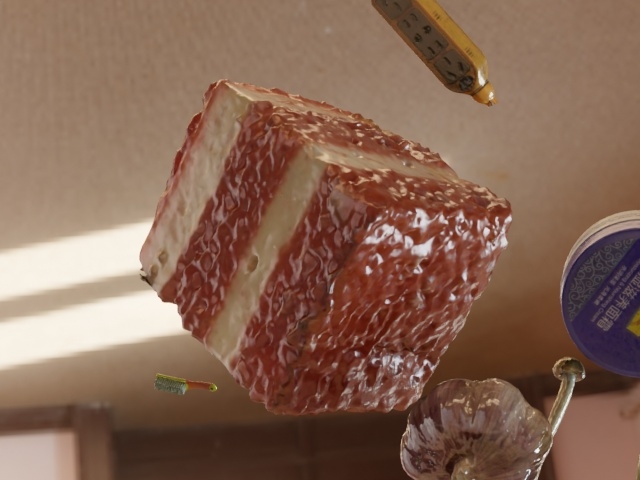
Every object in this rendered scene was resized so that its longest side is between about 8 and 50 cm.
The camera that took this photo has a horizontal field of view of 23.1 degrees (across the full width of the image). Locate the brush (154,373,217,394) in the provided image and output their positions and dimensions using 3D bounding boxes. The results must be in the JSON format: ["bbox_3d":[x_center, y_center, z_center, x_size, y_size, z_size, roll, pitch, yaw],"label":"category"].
[{"bbox_3d":[-0.179,0.194,2.073,0.083,0.021,0.019,8,134,5],"label":"brush"}]

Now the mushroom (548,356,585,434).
[{"bbox_3d":[0.255,0.268,2.018,0.068,0.306,0.043,41,153,1],"label":"mushroom"}]

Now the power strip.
[{"bbox_3d":[0.121,-0.205,1.613,0.049,0.178,0.028,-40,-175,35],"label":"power strip"}]

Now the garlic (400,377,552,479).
[{"bbox_3d":[0.154,0.211,1.582,0.159,0.147,0.102,-21,-170,31],"label":"garlic"}]

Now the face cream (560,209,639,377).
[{"bbox_3d":[0.417,0.066,2.037,0.205,0.206,0.111,-13,-165,16],"label":"face cream"}]

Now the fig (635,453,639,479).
[{"bbox_3d":[0.476,0.244,1.624,0.314,0.233,0.233,-24,155,6],"label":"fig"}]

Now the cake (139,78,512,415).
[{"bbox_3d":[0.000,0.000,1.720,0.270,0.319,0.269,6,118,-45],"label":"cake"}]
